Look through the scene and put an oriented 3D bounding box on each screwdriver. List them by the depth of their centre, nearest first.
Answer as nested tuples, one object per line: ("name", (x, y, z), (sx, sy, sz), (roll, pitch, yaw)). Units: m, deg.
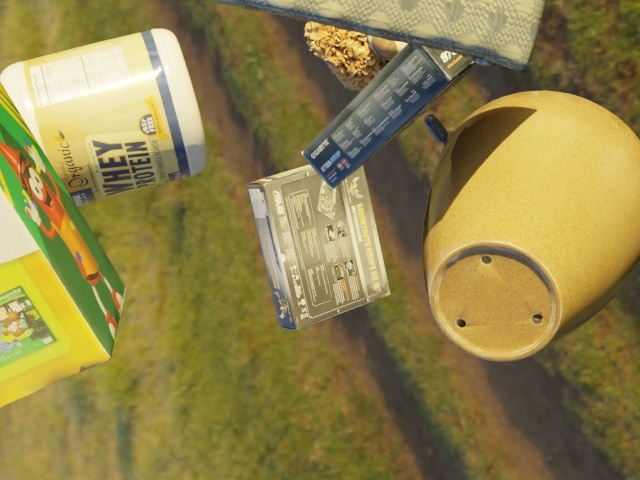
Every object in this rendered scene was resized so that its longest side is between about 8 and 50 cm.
("screwdriver", (0.224, -0.146, 1.917), (0.025, 0.170, 0.024), (-17, 38, 40))

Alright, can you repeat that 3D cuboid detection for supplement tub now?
("supplement tub", (-0.344, -0.172, 1.716), (0.228, 0.316, 0.228), (164, 90, -82))

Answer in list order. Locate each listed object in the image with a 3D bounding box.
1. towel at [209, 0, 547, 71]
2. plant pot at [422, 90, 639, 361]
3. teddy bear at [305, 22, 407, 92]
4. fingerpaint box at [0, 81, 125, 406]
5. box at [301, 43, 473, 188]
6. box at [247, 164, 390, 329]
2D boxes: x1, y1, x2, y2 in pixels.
("towel", (-0.044, -0.237, 0.381), (0.056, 0.324, 0.312), (-152, 74, -74))
("plant pot", (0.193, 0.007, 1.106), (0.254, 0.237, 0.237), (-50, -36, -59))
("teddy bear", (0.136, -0.302, 1.266), (0.245, 0.338, 0.113), (57, 173, -33))
("fingerpaint box", (-0.472, 0.017, 1.094), (0.163, 0.445, 0.371), (-97, -20, -65))
("box", (0.096, -0.153, 1.073), (0.051, 0.175, 0.220), (49, 145, 0))
("box", (0.000, 0.000, 1.775), (0.056, 0.183, 0.231), (3, 109, 57))
